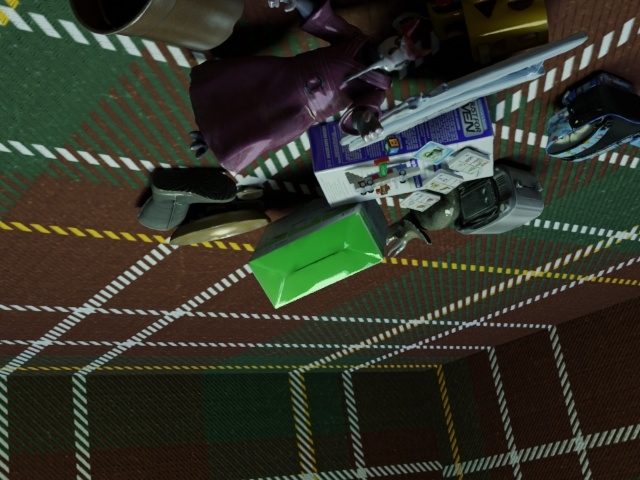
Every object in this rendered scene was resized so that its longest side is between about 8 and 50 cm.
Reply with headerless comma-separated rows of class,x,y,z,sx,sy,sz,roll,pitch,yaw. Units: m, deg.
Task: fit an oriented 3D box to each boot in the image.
boot,-0.282,-0.076,1.775,0.190,0.076,0.208,9,151,-11

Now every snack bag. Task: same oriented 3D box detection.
snack bag,0.220,-0.229,1.338,0.323,0.037,0.342,-23,-177,-15

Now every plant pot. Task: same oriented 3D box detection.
plant pot,-0.189,-0.313,1.032,0.167,0.167,0.165,-21,165,32
plant pot,-0.229,-0.032,1.918,0.236,0.032,0.236,-13,175,-1

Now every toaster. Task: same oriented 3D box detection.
toaster,0.406,-0.086,1.968,0.146,0.129,0.227,4,156,-37

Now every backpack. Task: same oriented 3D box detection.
backpack,0.517,-0.226,1.630,0.158,0.116,0.173,6,156,-36

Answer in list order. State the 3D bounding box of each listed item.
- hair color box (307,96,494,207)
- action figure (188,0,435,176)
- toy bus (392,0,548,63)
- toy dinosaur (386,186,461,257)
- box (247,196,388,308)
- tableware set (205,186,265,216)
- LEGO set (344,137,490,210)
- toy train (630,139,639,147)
hair color box,0.161,-0.172,1.646,0.339,0.110,0.185,-10,160,8
action figure,-0.006,-0.213,1.248,0.370,0.248,0.276,-18,170,10
toy bus,0.241,-0.319,1.263,0.191,0.104,0.202,3,157,-30
toy dinosaur,0.259,-0.084,1.858,0.121,0.160,0.313,3,159,-31
box,0.000,0.000,1.829,0.262,0.126,0.231,-25,-165,14
tableware set,-0.194,-0.084,1.871,0.141,0.020,0.168,-8,161,-3
LEGO set,0.171,-0.136,1.563,0.244,0.060,0.182,10,142,-44
toy train,0.729,-0.205,1.800,0.184,0.105,0.080,9,154,-41
